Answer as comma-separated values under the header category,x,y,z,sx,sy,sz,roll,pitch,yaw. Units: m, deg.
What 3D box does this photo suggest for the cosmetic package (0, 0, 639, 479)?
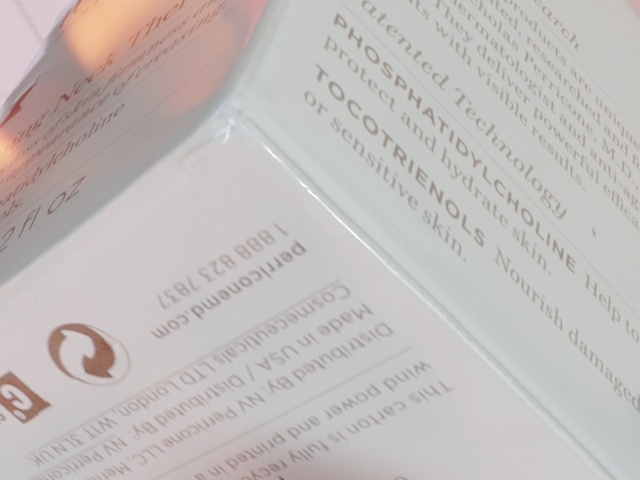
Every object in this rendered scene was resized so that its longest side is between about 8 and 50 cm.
category,x,y,z,sx,sy,sz,roll,pitch,yaw
cosmetic package,0.000,0.000,0.787,0.329,0.393,0.327,-32,116,33
